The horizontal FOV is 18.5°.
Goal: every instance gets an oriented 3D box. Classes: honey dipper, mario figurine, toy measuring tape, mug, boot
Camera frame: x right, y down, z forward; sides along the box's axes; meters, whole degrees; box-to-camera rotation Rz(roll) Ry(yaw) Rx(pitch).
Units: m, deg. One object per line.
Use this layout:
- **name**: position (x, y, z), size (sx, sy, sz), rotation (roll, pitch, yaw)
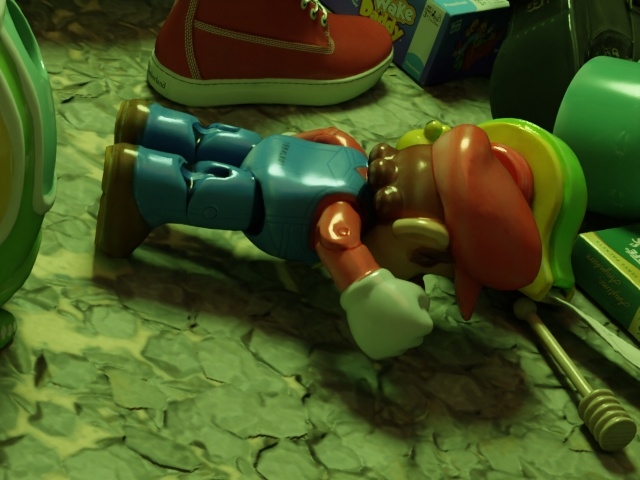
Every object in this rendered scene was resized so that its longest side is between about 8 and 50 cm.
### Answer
- **honey dipper**: position (0.183, 0.092, 1.437), size (0.030, 0.030, 0.161), rotation (3, 34, -26)
- **mario figurine**: position (0.000, 0.000, 1.424), size (0.320, 0.170, 0.198), rotation (10, 69, 1)
- **toy measuring tape**: position (0.193, -0.004, 1.492), size (0.330, 0.121, 0.121), rotation (35, 35, 25)
- **mug**: position (0.267, -0.093, 1.624), size (0.097, 0.158, 0.129), rotation (17, -5, 31)
- **boot**: position (-0.017, -0.206, 1.631), size (0.244, 0.176, 0.088), rotation (-8, 40, -40)
- **boot**: position (0.254, -0.164, 1.770), size (0.229, 0.091, 0.263), rotation (20, 65, -46)

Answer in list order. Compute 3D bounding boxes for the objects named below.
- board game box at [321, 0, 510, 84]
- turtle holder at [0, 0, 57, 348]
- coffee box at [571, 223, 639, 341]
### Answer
- **board game box**: position (0.153, -0.265, 1.908), size (0.347, 0.078, 0.233), rotation (-15, 46, -43)
- **turtle holder**: position (-0.284, -0.057, 1.206), size (0.243, 0.227, 0.320), rotation (22, 32, 1)
- **coffee box**: position (0.297, 0.030, 1.582), size (0.184, 0.040, 0.113), rotation (-8, 42, -38)
